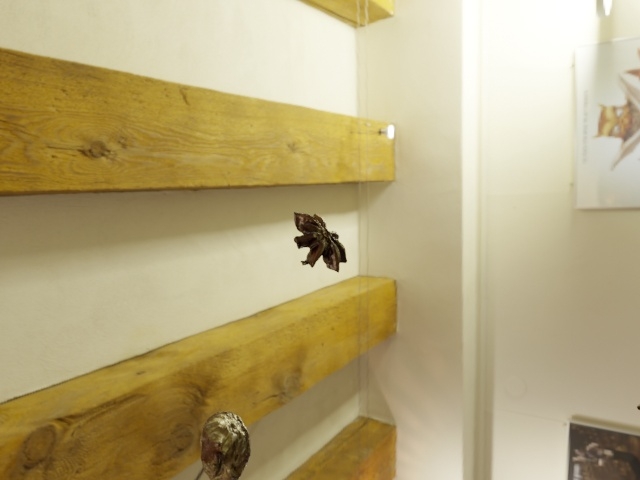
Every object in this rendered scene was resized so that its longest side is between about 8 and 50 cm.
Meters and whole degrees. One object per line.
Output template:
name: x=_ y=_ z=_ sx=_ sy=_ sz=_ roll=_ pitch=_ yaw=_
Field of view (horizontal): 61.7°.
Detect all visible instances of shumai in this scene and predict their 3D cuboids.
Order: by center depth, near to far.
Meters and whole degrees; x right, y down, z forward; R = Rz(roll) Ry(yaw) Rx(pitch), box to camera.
shumai: x=-0.207 y=0.405 z=1.067 sx=0.105 sy=0.123 sz=0.139 roll=46 pitch=-166 yaw=-25

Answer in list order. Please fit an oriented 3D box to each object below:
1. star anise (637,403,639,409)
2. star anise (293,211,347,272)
star anise: x=0.582 y=0.210 z=0.701 sx=0.315 sy=0.315 sz=0.108 roll=9 pitch=-122 yaw=-58
star anise: x=0.000 y=0.000 z=1.186 sx=0.167 sy=0.057 sz=0.168 roll=26 pitch=-135 yaw=-30
